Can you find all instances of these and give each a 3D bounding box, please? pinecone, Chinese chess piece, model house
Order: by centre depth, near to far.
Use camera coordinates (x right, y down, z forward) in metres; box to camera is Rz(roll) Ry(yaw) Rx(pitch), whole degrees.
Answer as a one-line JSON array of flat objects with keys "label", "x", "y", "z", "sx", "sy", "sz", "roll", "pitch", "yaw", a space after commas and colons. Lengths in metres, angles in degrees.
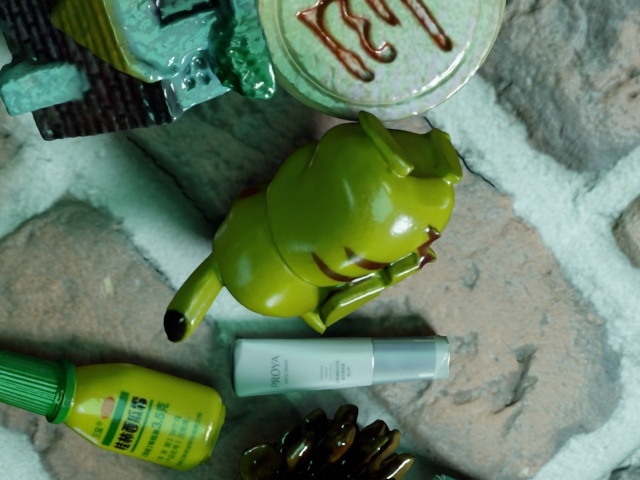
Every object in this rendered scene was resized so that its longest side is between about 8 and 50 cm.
[{"label": "model house", "x": -0.206, "y": -0.241, "z": 1.267, "sx": 0.249, "sy": 0.230, "sz": 0.280, "roll": -19, "pitch": 113, "yaw": -8}, {"label": "Chinese chess piece", "x": 0.053, "y": -0.253, "z": 1.370, "sx": 0.270, "sy": 0.112, "sz": 0.270, "roll": -3, "pitch": 113, "yaw": -6}, {"label": "pinecone", "x": 0.012, "y": 0.302, "z": 1.555, "sx": 0.201, "sy": 0.202, "sz": 0.229, "roll": 40, "pitch": 88, "yaw": 17}]

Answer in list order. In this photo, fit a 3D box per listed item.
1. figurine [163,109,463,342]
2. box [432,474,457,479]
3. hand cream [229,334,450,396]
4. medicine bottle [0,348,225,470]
[{"label": "figurine", "x": 0.005, "y": -0.004, "z": 1.425, "sx": 0.327, "sy": 0.169, "sz": 0.218, "roll": -28, "pitch": 155, "yaw": 37}, {"label": "box", "x": 0.258, "y": 0.419, "z": 1.610, "sx": 0.311, "sy": 0.205, "sz": 0.118, "roll": 25, "pitch": 105, "yaw": -31}, {"label": "hand cream", "x": 0.022, "y": 0.139, "z": 1.566, "sx": 0.255, "sy": 0.048, "sz": 0.079, "roll": -4, "pitch": 115, "yaw": -6}, {"label": "medicine bottle", "x": -0.263, "y": 0.179, "z": 1.526, "sx": 0.309, "sy": 0.076, "sz": 0.111, "roll": 18, "pitch": 108, "yaw": -14}]
